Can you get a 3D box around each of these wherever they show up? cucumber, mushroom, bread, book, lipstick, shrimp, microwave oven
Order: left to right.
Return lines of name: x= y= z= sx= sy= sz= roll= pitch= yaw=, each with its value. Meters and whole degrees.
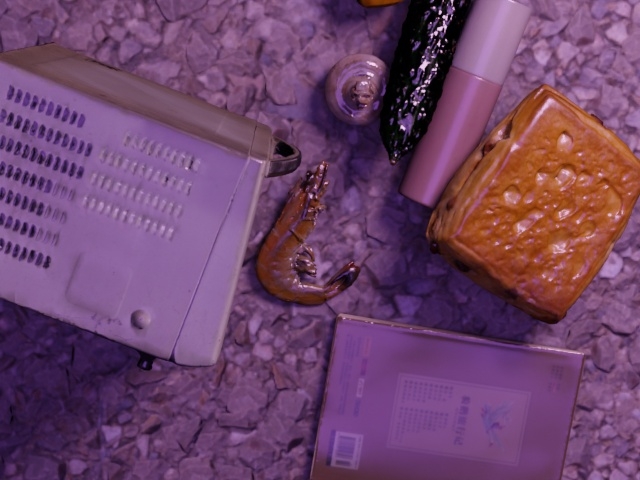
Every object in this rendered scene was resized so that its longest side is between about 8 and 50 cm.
microwave oven: x=-0.215 y=-0.040 z=1.526 sx=0.333 sy=0.394 sz=0.247 roll=20 pitch=98 yaw=-4
shrimp: x=0.000 y=0.000 z=1.722 sx=0.124 sy=0.034 sz=0.178 roll=27 pitch=100 yaw=-9
mushroom: x=0.046 y=-0.174 z=1.669 sx=0.085 sy=0.079 sz=0.085 roll=0 pitch=99 yaw=0
cucumber: x=0.122 y=-0.230 z=1.647 sx=0.072 sy=0.072 sz=0.300 roll=18 pitch=90 yaw=-4
book: x=0.155 y=0.217 z=1.770 sx=0.310 sy=0.021 sz=0.217 roll=9 pitch=99 yaw=-3
lipstick: x=0.168 y=-0.162 z=1.679 sx=0.070 sy=0.070 sz=0.254 roll=21 pitch=99 yaw=-5
bread: x=0.251 y=-0.044 z=1.667 sx=0.210 sy=0.099 sz=0.235 roll=33 pitch=91 yaw=-22

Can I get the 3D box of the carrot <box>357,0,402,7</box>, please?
carrot: x=0.060 y=-0.352 z=1.638 sx=0.082 sy=0.082 sz=0.173 roll=-8 pitch=100 yaw=0
